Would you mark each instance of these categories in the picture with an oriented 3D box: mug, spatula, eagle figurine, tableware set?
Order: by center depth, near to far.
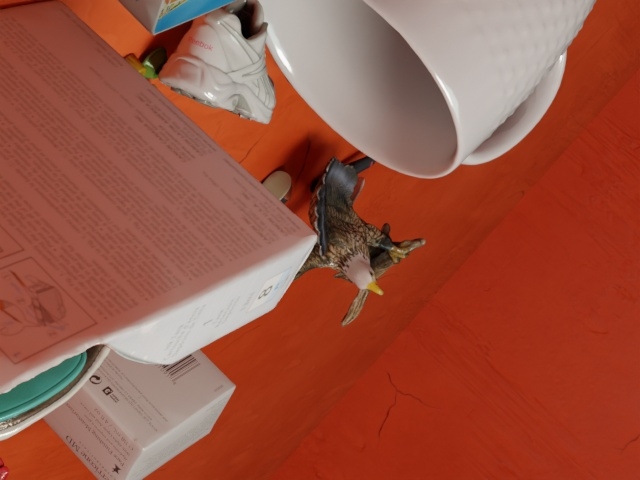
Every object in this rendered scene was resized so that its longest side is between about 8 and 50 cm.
[{"bbox_3d":[-0.203,-0.123,1.346,0.104,0.024,0.154,-32,159,-53],"label":"tableware set"},{"bbox_3d":[0.155,-0.240,1.434,0.328,0.276,0.374,-45,136,-19],"label":"mug"},{"bbox_3d":[0.007,0.003,1.927,0.298,0.225,0.226,15,84,-45],"label":"eagle figurine"},{"bbox_3d":[0.090,-0.140,2.108,0.296,0.030,0.084,-35,161,-36],"label":"spatula"}]

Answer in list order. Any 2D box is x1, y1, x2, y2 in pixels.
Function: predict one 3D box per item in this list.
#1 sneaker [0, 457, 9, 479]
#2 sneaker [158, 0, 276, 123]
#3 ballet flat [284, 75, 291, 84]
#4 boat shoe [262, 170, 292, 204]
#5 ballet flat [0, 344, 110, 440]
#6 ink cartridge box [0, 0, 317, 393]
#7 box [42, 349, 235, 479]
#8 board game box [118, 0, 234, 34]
[{"bbox_3d":[-0.454,0.299,1.705,0.128,0.087,0.221,-49,180,-23],"label":"sneaker"},{"bbox_3d":[-0.080,-0.186,1.392,0.115,0.090,0.232,-66,172,5],"label":"sneaker"},{"bbox_3d":[0.073,-0.242,1.658,0.124,0.116,0.342,-32,178,42],"label":"ballet flat"},{"bbox_3d":[-0.089,-0.037,1.856,0.137,0.049,0.043,-47,169,-17],"label":"boat shoe"},{"bbox_3d":[-0.281,0.102,1.464,0.400,0.139,0.139,-47,169,-36],"label":"ballet flat"},{"bbox_3d":[-0.226,-0.023,0.966,0.385,0.308,0.091,-27,155,-52],"label":"ink cartridge box"},{"bbox_3d":[-0.244,0.199,1.781,0.182,0.181,0.119,-32,160,-44],"label":"box"},{"bbox_3d":[-0.044,-0.330,1.076,0.224,0.097,0.303,-32,161,-40],"label":"board game box"}]
